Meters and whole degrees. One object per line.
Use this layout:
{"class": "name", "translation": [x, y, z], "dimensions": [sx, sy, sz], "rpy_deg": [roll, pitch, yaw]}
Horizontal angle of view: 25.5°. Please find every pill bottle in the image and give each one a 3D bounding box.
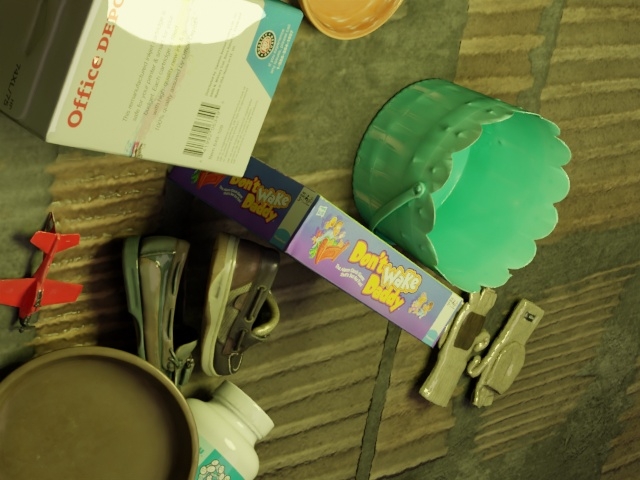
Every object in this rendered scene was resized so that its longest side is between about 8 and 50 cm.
{"class": "pill bottle", "translation": [-0.182, 0.310, 1.863], "dimensions": [0.264, 0.146, 0.146], "rpy_deg": [-48, 138, -13]}

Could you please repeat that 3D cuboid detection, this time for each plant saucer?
{"class": "plant saucer", "translation": [-0.287, 0.257, 1.720], "dimensions": [0.277, 0.041, 0.278], "rpy_deg": [-3, 104, -12]}
{"class": "plant saucer", "translation": [0.041, -0.351, 1.768], "dimensions": [0.200, 0.037, 0.200], "rpy_deg": [-24, 128, -34]}

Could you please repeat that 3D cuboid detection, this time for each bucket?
{"class": "bucket", "translation": [0.190, -0.082, 1.966], "dimensions": [0.281, 0.183, 0.281], "rpy_deg": [-23, 128, -33]}

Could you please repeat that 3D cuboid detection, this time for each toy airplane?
{"class": "toy airplane", "translation": [-0.325, 0.041, 1.649], "dimensions": [0.151, 0.028, 0.151], "rpy_deg": [-25, 130, -34]}

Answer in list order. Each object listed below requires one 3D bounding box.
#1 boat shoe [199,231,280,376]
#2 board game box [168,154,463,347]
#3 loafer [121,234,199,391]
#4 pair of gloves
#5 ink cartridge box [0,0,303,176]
{"class": "boat shoe", "translation": [-0.098, 0.093, 1.788], "dimensions": [0.285, 0.092, 0.103], "rpy_deg": [98, 4, -53]}
{"class": "board game box", "translation": [0.000, 0.000, 1.789], "dimensions": [0.078, 0.233, 0.347], "rpy_deg": [-57, 139, -1]}
{"class": "loafer", "translation": [-0.188, 0.113, 1.760], "dimensions": [0.084, 0.096, 0.268], "rpy_deg": [-5, 123, 2]}
{"class": "pair of gloves", "translation": [0.256, 0.175, 2.293], "dimensions": [0.240, 0.042, 0.204], "rpy_deg": [15, 99, -50]}
{"class": "ink cartridge box", "translation": [-0.202, -0.206, 1.492], "dimensions": [0.270, 0.197, 0.198], "rpy_deg": [9, 107, -47]}
